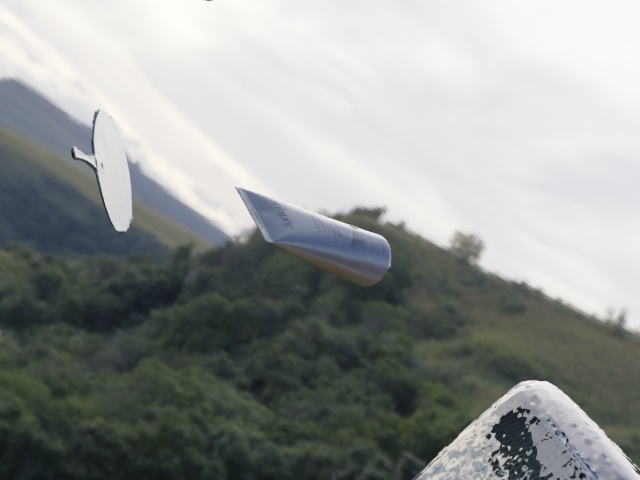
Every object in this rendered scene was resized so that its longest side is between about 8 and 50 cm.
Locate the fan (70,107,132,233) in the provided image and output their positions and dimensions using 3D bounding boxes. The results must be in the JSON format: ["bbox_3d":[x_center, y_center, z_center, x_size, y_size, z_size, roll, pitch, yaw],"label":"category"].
[{"bbox_3d":[-0.190,-0.064,1.069,0.005,0.113,0.175,-9,-5,5],"label":"fan"}]

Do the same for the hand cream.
[{"bbox_3d":[0.000,0.000,1.207,0.186,0.054,0.087,22,26,-40],"label":"hand cream"}]

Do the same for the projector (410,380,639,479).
[{"bbox_3d":[0.260,0.364,0.990,0.395,0.242,0.405,47,4,-18],"label":"projector"}]
